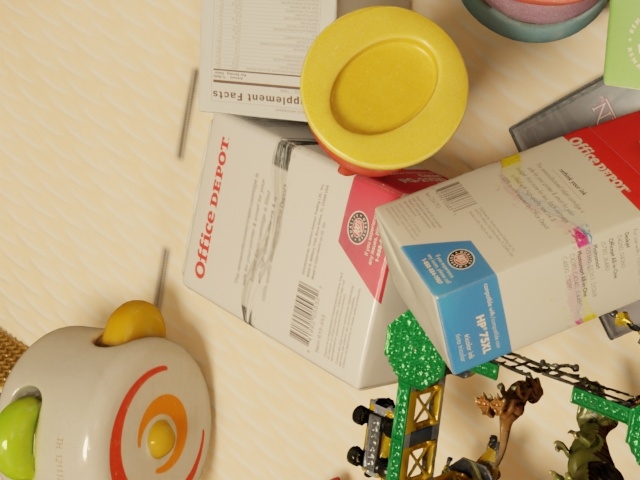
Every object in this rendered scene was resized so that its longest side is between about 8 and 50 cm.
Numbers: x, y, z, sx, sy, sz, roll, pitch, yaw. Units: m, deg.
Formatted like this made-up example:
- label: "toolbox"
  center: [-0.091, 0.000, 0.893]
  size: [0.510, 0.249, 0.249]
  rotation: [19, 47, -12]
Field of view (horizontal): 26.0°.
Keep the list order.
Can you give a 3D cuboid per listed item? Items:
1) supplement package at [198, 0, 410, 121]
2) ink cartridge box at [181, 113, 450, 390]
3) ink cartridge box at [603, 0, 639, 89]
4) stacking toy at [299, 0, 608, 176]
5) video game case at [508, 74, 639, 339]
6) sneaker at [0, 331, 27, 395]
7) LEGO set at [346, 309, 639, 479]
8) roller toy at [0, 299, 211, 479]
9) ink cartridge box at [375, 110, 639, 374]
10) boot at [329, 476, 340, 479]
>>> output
- label: "supplement package"
  center: [-0.010, -0.227, 1.172]
  size: [0.139, 0.134, 0.244]
  rotation: [9, 103, 30]
- label: "ink cartridge box"
  center: [0.000, 0.000, 1.197]
  size: [0.237, 0.100, 0.172]
  rotation: [27, 112, 41]
- label: "ink cartridge box"
  center: [0.317, -0.271, 0.922]
  size: [0.207, 0.119, 0.354]
  rotation: [13, 109, 34]
- label: "stacking toy"
  center: [0.065, -0.217, 1.068]
  size: [0.309, 0.130, 0.279]
  rotation: [-40, 82, -8]
- label: "video game case"
  center: [0.301, -0.062, 1.072]
  size: [0.274, 0.026, 0.196]
  rotation: [-29, 83, 32]
- label: "sneaker"
  center: [-0.364, 0.146, 1.506]
  size: [0.185, 0.069, 0.084]
  rotation: [37, 125, 28]
- label: "LEGO set"
  center: [0.206, 0.168, 1.080]
  size: [0.331, 0.192, 0.255]
  rotation: [8, 101, 41]
- label: "roller toy"
  center: [-0.200, 0.180, 1.331]
  size: [0.146, 0.209, 0.191]
  rotation: [5, 136, 32]
- label: "ink cartridge box"
  center: [0.173, -0.005, 1.029]
  size: [0.134, 0.231, 0.078]
  rotation: [-121, 12, -55]
- label: "boot"
  center: [0.059, 0.307, 1.255]
  size: [0.244, 0.088, 0.176]
  rotation: [-2, 93, 33]
